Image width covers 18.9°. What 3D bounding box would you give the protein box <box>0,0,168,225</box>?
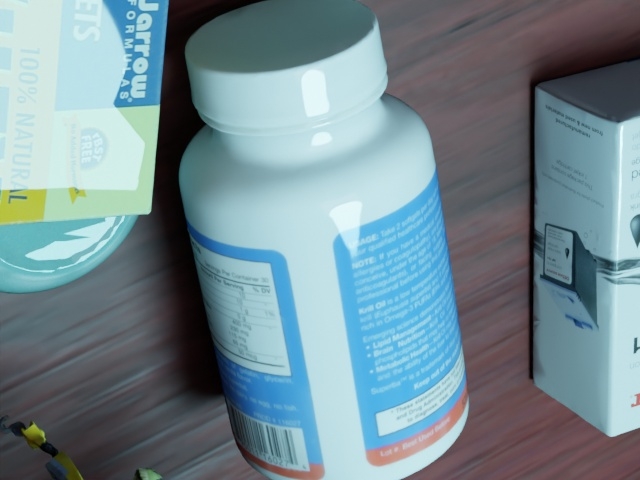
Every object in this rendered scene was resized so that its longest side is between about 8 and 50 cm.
[{"bbox_3d":[-0.190,-0.097,0.727,0.201,0.200,0.136,-5,113,-31],"label":"protein box"}]

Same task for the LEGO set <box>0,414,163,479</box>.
[{"bbox_3d":[-0.071,0.163,0.851,0.192,0.331,0.255,-40,113,-21],"label":"LEGO set"}]

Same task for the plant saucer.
[{"bbox_3d":[-0.129,-0.027,0.906,0.119,0.021,0.119,-13,117,-28],"label":"plant saucer"}]

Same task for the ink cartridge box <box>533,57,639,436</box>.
[{"bbox_3d":[0.196,-0.004,1.082,0.140,0.082,0.190,-16,116,-26],"label":"ink cartridge box"}]

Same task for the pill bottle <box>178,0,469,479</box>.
[{"bbox_3d":[0.000,0.000,0.934,0.124,0.124,0.221,-22,121,-23],"label":"pill bottle"}]
